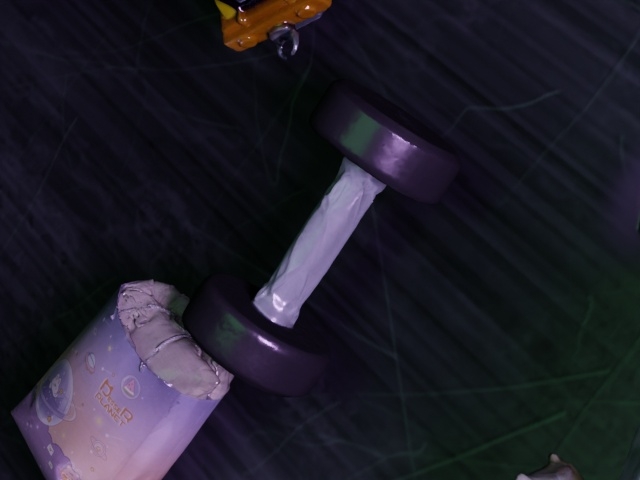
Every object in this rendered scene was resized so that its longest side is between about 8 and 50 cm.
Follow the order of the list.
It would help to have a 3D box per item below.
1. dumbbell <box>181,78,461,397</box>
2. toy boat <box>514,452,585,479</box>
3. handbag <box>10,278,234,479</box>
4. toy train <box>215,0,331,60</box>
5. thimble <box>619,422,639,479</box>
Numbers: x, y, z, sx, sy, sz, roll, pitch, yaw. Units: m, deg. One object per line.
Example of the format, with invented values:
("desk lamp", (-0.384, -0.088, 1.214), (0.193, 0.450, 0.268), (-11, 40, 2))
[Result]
("dumbbell", (0.000, 0.000, 1.012), (0.100, 0.100, 0.191), (42, 105, 37))
("toy boat", (0.137, 0.256, 0.800), (0.055, 0.093, 0.293), (1, 99, 32))
("handbag", (-0.128, 0.108, 1.093), (0.173, 0.095, 0.117), (-50, 59, 26))
("toy train", (-0.051, -0.230, 1.095), (0.089, 0.127, 0.219), (-21, 65, 32))
("thimble", (0.272, 0.140, 0.722), (0.254, 0.167, 0.288), (35, 99, 39))
